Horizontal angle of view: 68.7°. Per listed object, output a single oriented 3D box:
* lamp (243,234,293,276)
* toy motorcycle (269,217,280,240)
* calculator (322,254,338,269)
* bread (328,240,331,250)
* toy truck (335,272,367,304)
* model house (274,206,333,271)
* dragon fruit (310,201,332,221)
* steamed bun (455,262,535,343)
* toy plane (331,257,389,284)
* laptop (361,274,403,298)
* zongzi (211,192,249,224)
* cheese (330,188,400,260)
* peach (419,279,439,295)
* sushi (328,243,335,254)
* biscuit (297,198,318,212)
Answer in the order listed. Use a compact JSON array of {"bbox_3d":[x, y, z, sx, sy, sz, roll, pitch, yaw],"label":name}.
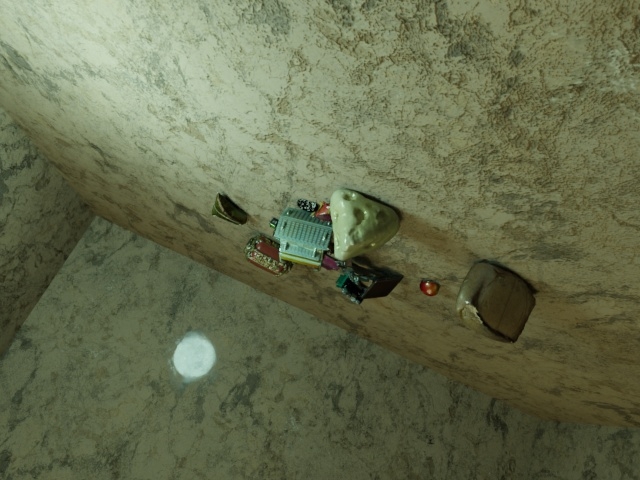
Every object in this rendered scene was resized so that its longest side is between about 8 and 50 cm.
[{"bbox_3d":[-0.276,0.083,2.523,0.274,0.176,0.177,27,160,-12],"label":"lamp"},{"bbox_3d":[-0.192,-0.041,2.267,0.100,0.058,0.173,28,160,13],"label":"toy motorcycle"},{"bbox_3d":[0.032,0.118,2.438,0.127,0.034,0.190,30,161,-18],"label":"calculator"},{"bbox_3d":[0.000,0.000,2.120,0.113,0.082,0.060,29,-159,-3],"label":"bread"},{"bbox_3d":[0.160,0.252,2.529,0.116,0.110,0.216,24,165,44],"label":"toy truck"},{"bbox_3d":[-0.058,-0.012,1.951,0.225,0.198,0.215,15,148,8],"label":"model house"},{"bbox_3d":[0.040,-0.114,1.807,0.127,0.067,0.112,-5,163,31],"label":"dragon fruit"},{"bbox_3d":[0.628,0.232,1.757,0.301,0.251,0.199,37,168,-22],"label":"steamed bun"},{"bbox_3d":[0.210,0.160,2.231,0.327,0.104,0.223,28,-173,-18],"label":"toy plane"},{"bbox_3d":[0.292,0.224,2.239,0.154,0.026,0.207,-5,152,-19],"label":"laptop"},{"bbox_3d":[-0.421,-0.150,2.240,0.187,0.084,0.184,21,151,-10],"label":"zongzi"},{"bbox_3d":[0.156,-0.073,1.669,0.248,0.251,0.173,-6,154,-21],"label":"cheese"},{"bbox_3d":[0.489,0.218,2.113,0.098,0.061,0.098,17,163,5],"label":"peach"},{"bbox_3d":[0.051,0.042,2.201,0.051,0.047,0.099,10,157,27],"label":"sushi"},{"bbox_3d":[-0.051,-0.140,1.892,0.087,0.027,0.089,33,160,-27],"label":"biscuit"}]
